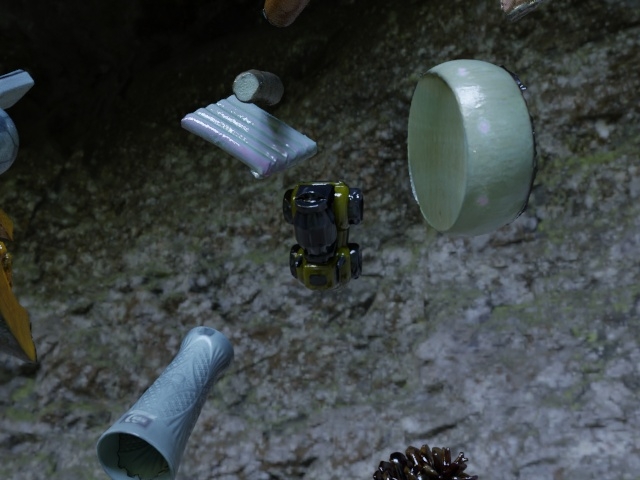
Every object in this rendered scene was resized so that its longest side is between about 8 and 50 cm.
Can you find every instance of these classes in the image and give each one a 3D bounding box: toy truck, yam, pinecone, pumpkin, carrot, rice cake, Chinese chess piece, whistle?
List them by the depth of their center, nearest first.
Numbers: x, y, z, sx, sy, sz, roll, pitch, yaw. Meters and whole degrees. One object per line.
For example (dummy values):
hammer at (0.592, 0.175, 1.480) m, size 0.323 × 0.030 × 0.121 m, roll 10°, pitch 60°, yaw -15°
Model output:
carrot at (-0.037, -0.295, 0.813) m, size 0.048 × 0.048 × 0.139 m, roll 13°, pitch 3°, yaw -14°
pumpkin at (-0.472, 0.050, 0.841) m, size 0.162 × 0.279 × 0.111 m, roll -23°, pitch -36°, yaw -10°
pinecone at (0.138, 0.448, 1.054) m, size 0.246 × 0.292 × 0.246 m, roll 28°, pitch 8°, yaw -4°
yam at (-0.105, -0.261, 1.151) m, size 0.061 × 0.061 × 0.274 m, roll 2°, pitch 12°, yaw 4°
whistle at (-0.616, -0.199, 1.244) m, size 0.163 × 0.290 × 0.164 m, roll 9°, pitch -60°, yaw 17°
toy truck at (0.000, 0.000, 1.255) m, size 0.147 × 0.165 × 0.225 m, roll 1°, pitch -72°, yaw 11°
rice cake at (-0.130, -0.196, 1.259) m, size 0.198 × 0.189 × 0.037 m, roll 37°, pitch -52°, yaw 14°
Chinese chess piece at (0.290, -0.181, 1.343) m, size 0.146 × 0.350 × 0.349 m, roll -6°, pitch -29°, yaw -11°

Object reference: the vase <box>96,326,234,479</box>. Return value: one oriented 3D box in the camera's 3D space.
vase at (-0.179, 0.197, 0.836) m, size 0.096 × 0.219 × 0.096 m, roll 7°, pitch -60°, yaw 13°

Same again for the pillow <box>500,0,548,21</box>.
pillow at (0.254, -0.366, 0.760) m, size 0.126 × 0.233 × 0.043 m, roll -16°, pitch -31°, yaw 38°
